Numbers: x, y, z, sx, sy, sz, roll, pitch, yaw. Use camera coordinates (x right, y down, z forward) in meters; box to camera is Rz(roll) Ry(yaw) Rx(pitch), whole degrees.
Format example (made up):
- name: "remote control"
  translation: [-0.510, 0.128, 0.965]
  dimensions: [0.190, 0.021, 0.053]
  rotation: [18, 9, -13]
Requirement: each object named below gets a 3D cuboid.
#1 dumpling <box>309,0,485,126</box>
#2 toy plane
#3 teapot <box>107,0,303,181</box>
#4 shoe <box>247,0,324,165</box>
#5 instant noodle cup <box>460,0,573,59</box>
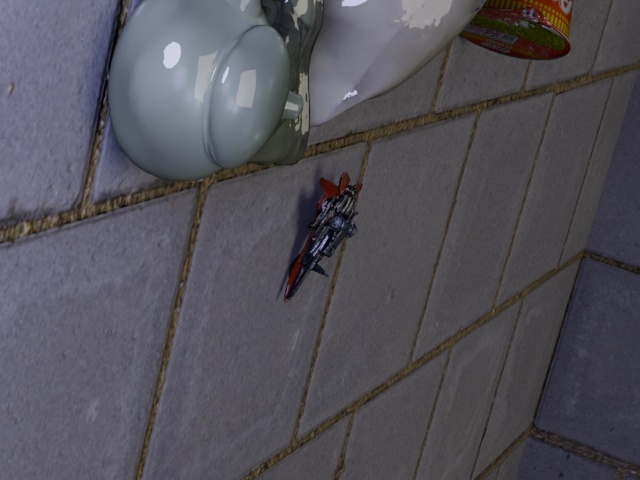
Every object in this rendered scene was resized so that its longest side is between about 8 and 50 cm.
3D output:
- name: "dumpling"
  translation: [0.058, -0.309, 1.758]
  dimensions: [0.341, 0.181, 0.260]
  rotation: [-28, 125, 0]
- name: "toy plane"
  translation: [0.003, 0.001, 2.032]
  dimensions: [0.189, 0.061, 0.130]
  rotation: [-69, 161, -3]
- name: "teapot"
  translation: [-0.100, -0.201, 1.446]
  dimensions: [0.220, 0.149, 0.318]
  rotation: [-51, 154, -45]
- name: "shoe"
  translation: [-0.062, -0.200, 1.630]
  dimensions: [0.098, 0.103, 0.275]
  rotation: [-19, 123, -40]
- name: "instant noodle cup"
  translation: [0.315, -0.408, 2.320]
  dimensions: [0.193, 0.193, 0.212]
  rotation: [43, 61, -69]
